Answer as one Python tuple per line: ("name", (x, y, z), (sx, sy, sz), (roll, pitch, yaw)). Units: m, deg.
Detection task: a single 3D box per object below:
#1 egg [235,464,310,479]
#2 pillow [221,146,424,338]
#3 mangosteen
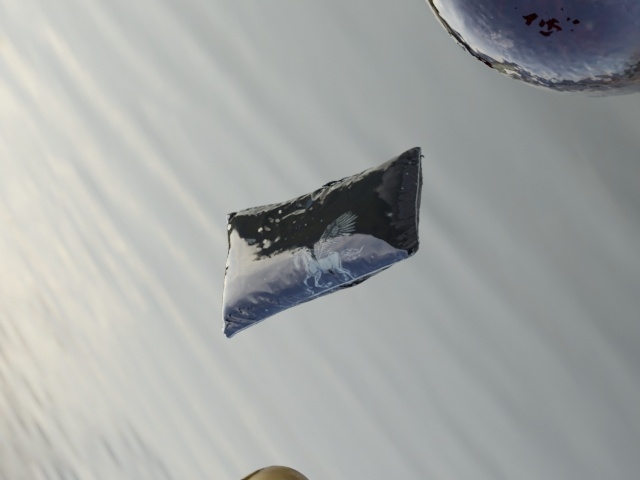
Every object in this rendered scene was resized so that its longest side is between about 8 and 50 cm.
("egg", (-0.029, 0.156, 0.986), (0.071, 0.083, 0.071), (34, -179, -1))
("pillow", (0.000, 0.000, 1.746), (0.055, 0.208, 0.141), (46, -147, -41))
("mangosteen", (0.142, -0.201, 1.067), (0.231, 0.231, 0.289), (52, -168, 21))
